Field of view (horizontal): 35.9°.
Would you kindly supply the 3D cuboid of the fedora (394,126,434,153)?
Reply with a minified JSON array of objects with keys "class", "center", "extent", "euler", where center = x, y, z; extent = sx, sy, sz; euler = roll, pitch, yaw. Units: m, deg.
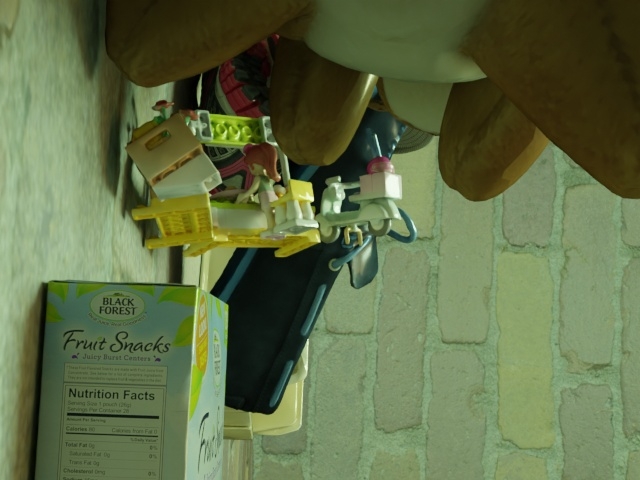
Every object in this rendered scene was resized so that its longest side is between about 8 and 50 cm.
[{"class":"fedora","center":[-0.013,-0.156,1.128],"extent":[0.124,0.275,0.244],"euler":[-53,175,-22]}]

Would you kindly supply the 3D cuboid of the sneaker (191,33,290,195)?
[{"class":"sneaker","center":[-0.073,-0.150,0.925],"extent":[0.112,0.121,0.299],"euler":[-54,-161,28]}]

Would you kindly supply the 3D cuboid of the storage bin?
[{"class":"storage bin","center":[-0.074,0.087,1.180],"extent":[0.262,0.123,0.260],"euler":[97,-5,-68]}]

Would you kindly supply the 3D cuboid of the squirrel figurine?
[{"class":"squirrel figurine","center":[0.090,-0.224,0.596],"extent":[0.370,0.281,0.397],"euler":[-13,110,-73]}]

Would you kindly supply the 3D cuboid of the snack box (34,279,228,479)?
[{"class":"snack box","center":[-0.086,0.127,0.480],"extent":[0.174,0.070,0.207],"euler":[100,-9,-84]}]

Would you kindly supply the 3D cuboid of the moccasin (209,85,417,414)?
[{"class":"moccasin","center":[0.000,0.000,0.874],"extent":[0.342,0.117,0.138],"euler":[-56,-169,16]}]

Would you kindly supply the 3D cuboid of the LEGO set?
[{"class":"LEGO set","center":[-0.063,-0.057,0.673],"extent":[0.287,0.132,0.107],"euler":[12,66,-58]}]
